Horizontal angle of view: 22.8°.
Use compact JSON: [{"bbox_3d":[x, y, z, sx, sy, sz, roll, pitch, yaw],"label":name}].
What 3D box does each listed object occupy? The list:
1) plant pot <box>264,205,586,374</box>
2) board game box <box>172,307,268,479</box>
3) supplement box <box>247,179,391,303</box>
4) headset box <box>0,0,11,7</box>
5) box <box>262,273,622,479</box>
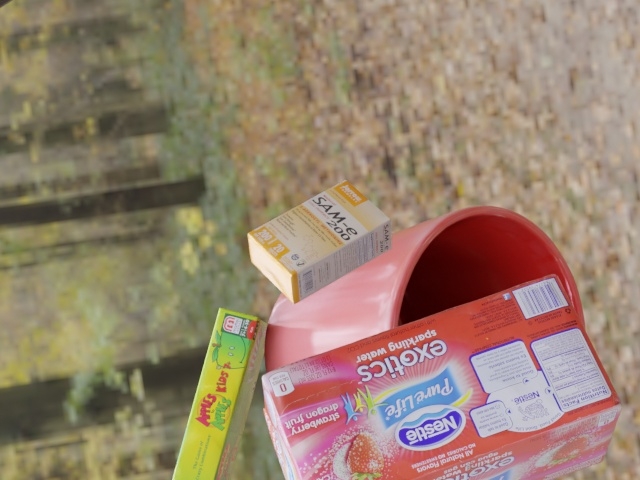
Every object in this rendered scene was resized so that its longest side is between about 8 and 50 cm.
[{"bbox_3d":[0.091,0.110,1.600,0.243,0.275,0.275,-8,90,51],"label":"plant pot"},{"bbox_3d":[-0.100,0.166,1.633,0.092,0.043,0.181,50,-126,-79],"label":"board game box"},{"bbox_3d":[0.000,0.000,1.263,0.062,0.098,0.036,43,152,36],"label":"supplement box"},{"bbox_3d":[-0.338,-0.288,1.251,0.283,0.131,0.246,-51,-54,-51],"label":"headset box"},{"bbox_3d":[0.093,0.143,1.265,0.122,0.257,0.128,86,163,-60],"label":"box"}]
